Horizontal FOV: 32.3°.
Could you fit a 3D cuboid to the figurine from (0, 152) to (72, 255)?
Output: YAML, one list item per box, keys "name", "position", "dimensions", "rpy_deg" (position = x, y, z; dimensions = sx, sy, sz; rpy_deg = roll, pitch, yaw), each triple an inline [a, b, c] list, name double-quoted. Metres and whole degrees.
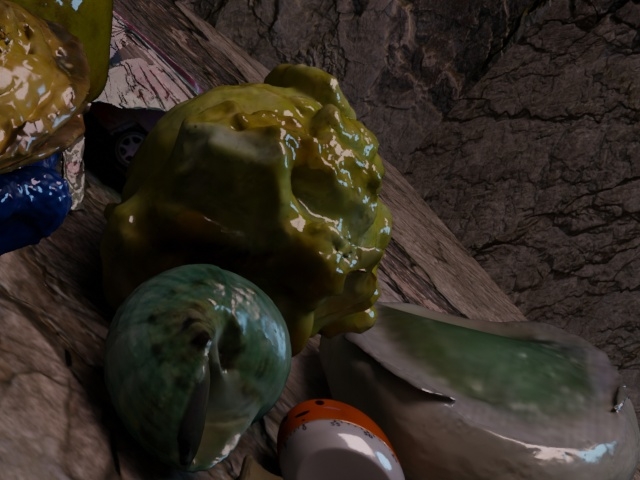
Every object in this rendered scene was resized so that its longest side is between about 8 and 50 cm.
- name: "figurine"
  position: [-0.268, -0.024, 0.816]
  dimensions: [0.164, 0.120, 0.262]
  rpy_deg: [14, 31, 7]

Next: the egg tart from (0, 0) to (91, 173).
- name: "egg tart"
  position: [-0.303, -0.127, 0.746]
  dimensions: [0.297, 0.132, 0.297]
  rpy_deg: [4, 36, -3]

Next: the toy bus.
- name: "toy bus"
  position: [-0.262, -0.194, 1.331]
  dimensions: [0.303, 0.147, 0.127]
  rpy_deg: [40, 1, -7]

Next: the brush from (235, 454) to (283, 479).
- name: "brush"
  position: [-0.060, 0.237, 0.784]
  dimensions: [0.043, 0.036, 0.248]
  rpy_deg: [37, 19, -11]

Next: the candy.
- name: "candy"
  position: [0.176, 0.198, 1.259]
  dimensions: [0.386, 0.186, 0.427]
  rpy_deg: [16, 10, 0]

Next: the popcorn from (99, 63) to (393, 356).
- name: "popcorn"
  position: [-0.061, -0.014, 1.101]
  dimensions: [0.312, 0.312, 0.312]
  rpy_deg: [41, 11, -10]

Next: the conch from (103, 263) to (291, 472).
- name: "conch"
  position: [-0.100, 0.104, 0.903]
  dimensions: [0.188, 0.122, 0.175]
  rpy_deg: [23, 51, -60]

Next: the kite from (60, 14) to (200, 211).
- name: "kite"
  position: [-0.269, -0.173, 1.203]
  dimensions: [0.335, 0.011, 0.314]
  rpy_deg: [3, 63, -30]

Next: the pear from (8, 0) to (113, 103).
- name: "pear"
  position: [-0.328, -0.243, 1.024]
  dimensions: [0.321, 0.269, 0.269]
  rpy_deg: [57, 10, -5]

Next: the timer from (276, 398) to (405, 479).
- name: "timer"
  position: [0.018, 0.199, 1.015]
  dimensions: [0.136, 0.099, 0.136]
  rpy_deg: [52, 12, -17]
